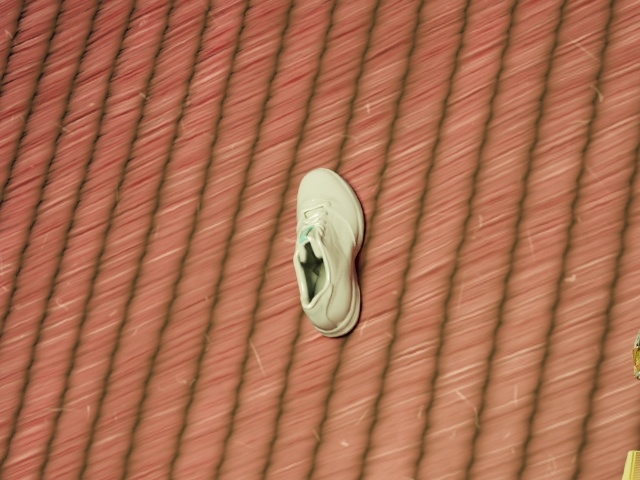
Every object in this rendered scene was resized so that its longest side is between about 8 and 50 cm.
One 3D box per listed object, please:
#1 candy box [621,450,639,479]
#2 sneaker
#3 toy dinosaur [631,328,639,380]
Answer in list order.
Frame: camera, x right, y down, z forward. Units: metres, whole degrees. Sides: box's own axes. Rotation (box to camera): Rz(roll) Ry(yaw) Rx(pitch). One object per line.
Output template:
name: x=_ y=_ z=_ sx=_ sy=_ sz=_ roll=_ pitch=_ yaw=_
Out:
candy box: x=0.399 y=0.300 z=1.671 sx=0.316 sy=0.087 sz=0.183 roll=-3 pitch=64 yaw=54
sneaker: x=0.000 y=0.000 z=2.097 sx=0.080 sy=0.094 sz=0.212 roll=-19 pitch=59 yaw=22
toy dinosaur: x=0.443 y=0.027 z=1.813 sx=0.218 sy=0.164 sz=0.322 roll=39 pitch=111 yaw=52
